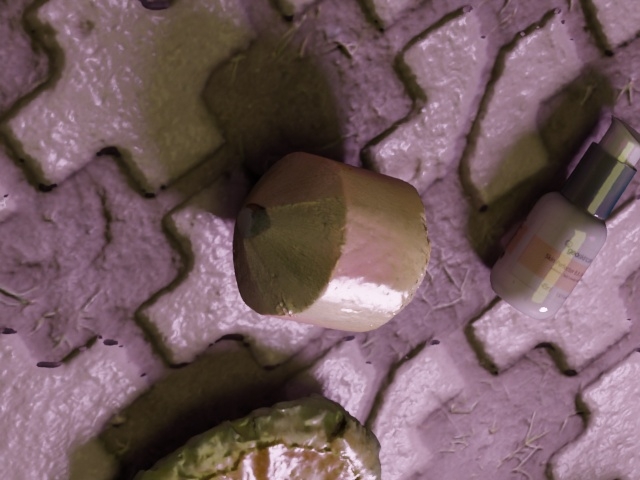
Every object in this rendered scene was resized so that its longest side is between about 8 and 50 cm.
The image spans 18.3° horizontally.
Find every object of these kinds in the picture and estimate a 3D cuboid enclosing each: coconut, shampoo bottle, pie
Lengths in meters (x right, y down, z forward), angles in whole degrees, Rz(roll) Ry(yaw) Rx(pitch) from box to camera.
[{"bbox_3d":[0.000,0.000,1.634,0.153,0.147,0.147,11,113,-37],"label":"coconut"},{"bbox_3d":[0.231,-0.020,1.800,0.074,0.074,0.192,25,104,-38],"label":"shampoo bottle"},{"bbox_3d":[-0.071,0.273,1.816,0.306,0.071,0.306,-12,123,-19],"label":"pie"}]
